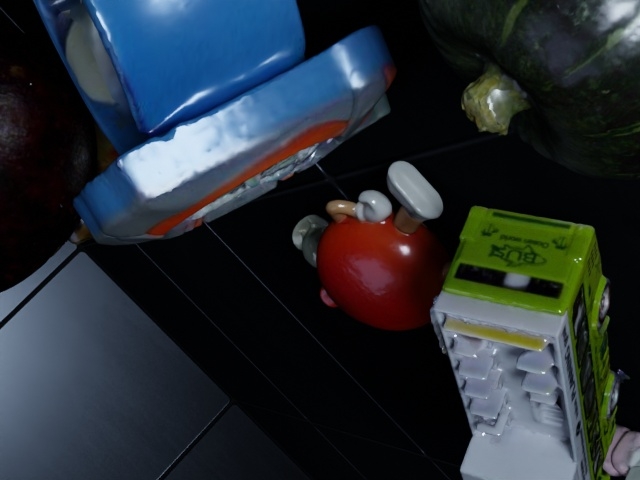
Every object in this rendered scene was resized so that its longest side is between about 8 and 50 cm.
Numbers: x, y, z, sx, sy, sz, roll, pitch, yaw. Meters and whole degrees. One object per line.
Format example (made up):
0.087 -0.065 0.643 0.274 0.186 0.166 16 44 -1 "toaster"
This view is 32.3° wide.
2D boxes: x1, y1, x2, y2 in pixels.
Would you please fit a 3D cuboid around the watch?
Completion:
-0.112 -0.152 0.812 0.274 0.241 0.305 62 164 -4 "watch"

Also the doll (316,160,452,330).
0.076 0.023 0.994 0.183 0.085 0.217 41 146 -6 "doll"

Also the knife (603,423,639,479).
0.276 0.191 0.931 0.043 0.081 0.336 44 163 -13 "knife"

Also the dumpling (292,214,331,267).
0.001 0.000 1.168 0.077 0.043 0.059 46 156 57 "dumpling"

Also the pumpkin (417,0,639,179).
0.120 -0.101 0.513 0.167 0.125 0.167 28 160 11 "pumpkin"

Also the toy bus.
0.163 0.111 0.858 0.113 0.139 0.301 10 146 26 "toy bus"

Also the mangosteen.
-0.454 -0.093 1.438 0.381 0.381 0.421 27 170 42 "mangosteen"
